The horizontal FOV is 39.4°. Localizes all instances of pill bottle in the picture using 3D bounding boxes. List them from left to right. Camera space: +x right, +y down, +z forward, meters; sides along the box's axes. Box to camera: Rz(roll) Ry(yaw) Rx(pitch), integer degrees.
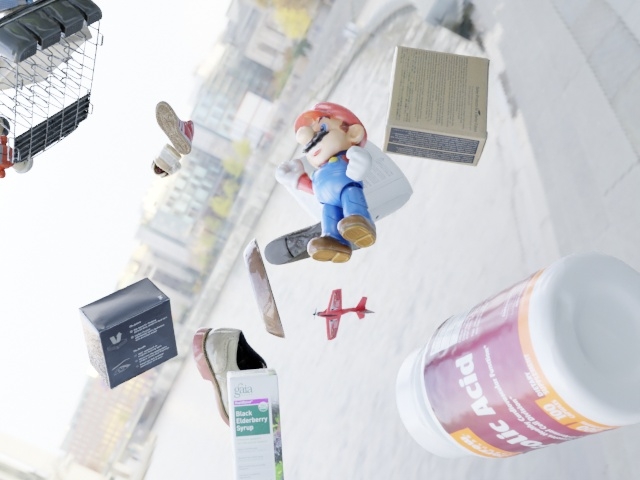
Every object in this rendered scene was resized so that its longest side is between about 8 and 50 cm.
[{"bbox_3d":[0.280,0.182,1.257,0.392,0.224,0.224,-41,22,56],"label":"pill bottle"}]

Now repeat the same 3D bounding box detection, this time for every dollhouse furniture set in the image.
[{"bbox_3d":[-0.612,-0.439,1.600,0.198,0.303,0.286,-24,2,43],"label":"dollhouse furniture set"}]

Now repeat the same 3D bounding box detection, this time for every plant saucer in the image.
[{"bbox_3d":[-0.092,0.079,1.422,0.168,0.029,0.169,163,90,-88],"label":"plant saucer"}]

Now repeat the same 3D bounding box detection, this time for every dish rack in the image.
[{"bbox_3d":[-0.448,-0.260,1.457,0.208,0.074,0.272,-44,-16,-42],"label":"dish rack"}]

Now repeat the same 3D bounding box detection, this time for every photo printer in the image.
[{"bbox_3d":[0.085,-0.154,2.421,0.307,0.256,0.107,-28,-24,-37],"label":"photo printer"}]

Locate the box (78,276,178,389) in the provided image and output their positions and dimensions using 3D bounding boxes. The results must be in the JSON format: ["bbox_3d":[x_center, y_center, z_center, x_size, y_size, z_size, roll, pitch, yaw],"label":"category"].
[{"bbox_3d":[-0.377,0.181,1.761,0.156,0.093,0.158,-26,-46,-30],"label":"box"}]

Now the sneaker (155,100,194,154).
[{"bbox_3d":[-0.280,-0.229,1.720,0.067,0.042,0.118,-86,-23,-52],"label":"sneaker"}]

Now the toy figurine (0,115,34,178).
[{"bbox_3d":[-0.809,-0.188,2.124,0.210,0.213,0.148,-52,-28,15],"label":"toy figurine"}]

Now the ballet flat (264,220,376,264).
[{"bbox_3d":[0.000,0.000,1.895,0.058,0.249,0.084,-9,-98,-76],"label":"ballet flat"}]

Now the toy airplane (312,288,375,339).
[{"bbox_3d":[0.054,0.166,2.105,0.151,0.151,0.028,-62,27,24],"label":"toy airplane"}]

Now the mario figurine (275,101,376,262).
[{"bbox_3d":[0.003,-0.126,1.628,0.170,0.198,0.321,65,-166,-55],"label":"mario figurine"}]

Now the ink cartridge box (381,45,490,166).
[{"bbox_3d":[0.227,-0.266,1.751,0.088,0.193,0.235,99,-178,-51],"label":"ink cartridge box"}]

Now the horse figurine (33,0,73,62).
[{"bbox_3d":[-0.638,-0.535,2.046,0.174,0.066,0.263,21,120,60],"label":"horse figurine"}]

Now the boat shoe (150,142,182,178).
[{"bbox_3d":[-0.338,-0.165,1.924,0.059,0.063,0.170,-48,2,-12],"label":"boat shoe"}]

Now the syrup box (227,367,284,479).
[{"bbox_3d":[-0.124,0.367,1.705,0.096,0.093,0.237,-175,82,-82],"label":"syrup box"}]

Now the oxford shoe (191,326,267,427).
[{"bbox_3d":[-0.174,0.343,2.083,0.123,0.130,0.348,-72,-36,-46],"label":"oxford shoe"}]
